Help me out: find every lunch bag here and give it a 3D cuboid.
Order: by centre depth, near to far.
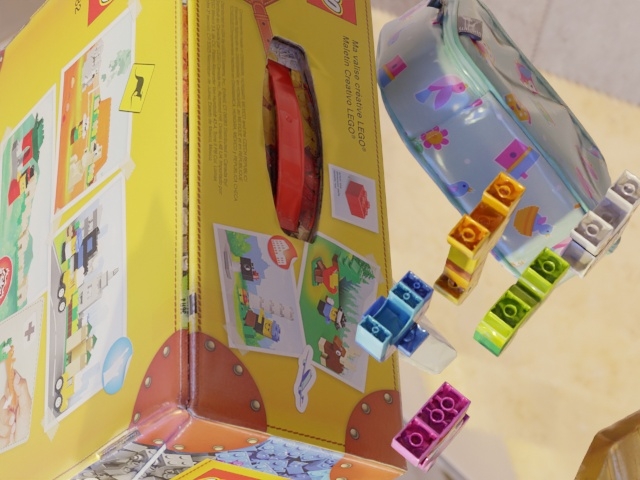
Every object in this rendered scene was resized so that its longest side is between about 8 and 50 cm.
[{"bbox_3d":[0.165,-0.108,1.399,0.108,0.224,0.279,-32,111,23],"label":"lunch bag"}]

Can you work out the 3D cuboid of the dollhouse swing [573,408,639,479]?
[{"bbox_3d":[0.423,0.308,1.281,0.315,0.347,0.305,39,145,49],"label":"dollhouse swing"}]

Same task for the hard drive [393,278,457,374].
[{"bbox_3d":[0.000,0.000,1.536,0.307,0.040,0.203,49,-171,32],"label":"hard drive"}]

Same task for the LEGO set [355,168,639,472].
[{"bbox_3d":[0.093,0.039,0.916,0.087,0.227,0.093,39,158,14],"label":"LEGO set"}]

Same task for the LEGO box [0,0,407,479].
[{"bbox_3d":[-0.132,-0.002,1.245,0.193,0.500,0.372,19,144,-33],"label":"LEGO box"}]
